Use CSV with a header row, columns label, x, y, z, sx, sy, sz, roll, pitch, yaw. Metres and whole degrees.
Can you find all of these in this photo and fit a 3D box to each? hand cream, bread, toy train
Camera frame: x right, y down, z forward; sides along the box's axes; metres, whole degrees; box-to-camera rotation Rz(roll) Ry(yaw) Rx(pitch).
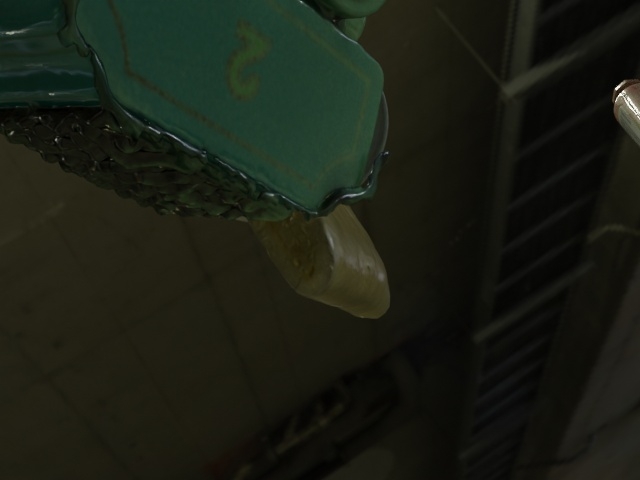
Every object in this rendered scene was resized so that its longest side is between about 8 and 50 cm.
label,x,y,z,sx,sy,sz,roll,pitch,yaw
hand cream,0.288,-0.074,0.991,0.043,0.210,0.067,-32,-57,12
bread,0.000,-0.001,1.079,0.060,0.139,0.178,-35,-19,10
toy train,-0.054,-0.096,0.482,0.203,0.112,0.163,27,-108,-48

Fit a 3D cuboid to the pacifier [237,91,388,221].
label,x,y,z,sx,sy,sz,roll,pitch,yaw
pacifier,-0.065,-0.138,1.381,0.207,0.279,0.227,61,-136,-82
